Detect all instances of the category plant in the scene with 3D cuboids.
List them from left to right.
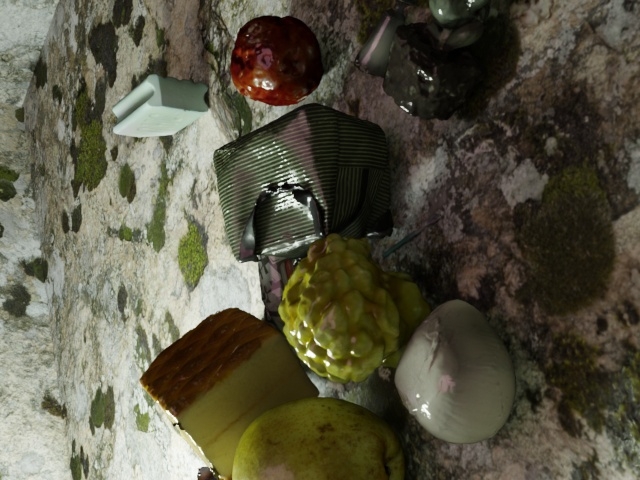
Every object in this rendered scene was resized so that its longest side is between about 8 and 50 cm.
[{"bbox_3d":[0.209,-0.333,1.245,0.146,0.149,0.274,41,124,31],"label":"plant"}]

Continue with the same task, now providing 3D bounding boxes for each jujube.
[{"bbox_3d":[-0.096,-0.382,1.657,0.290,0.197,0.197,-149,67,-68],"label":"jujube"}]

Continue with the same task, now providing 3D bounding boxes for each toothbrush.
[{"bbox_3d":[0.159,-0.008,1.394,0.167,0.014,0.011,-40,38,47],"label":"toothbrush"}]

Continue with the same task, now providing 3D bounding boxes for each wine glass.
[{"bbox_3d":[0.122,-0.385,1.439,0.072,0.072,0.155,55,129,43],"label":"wine glass"}]

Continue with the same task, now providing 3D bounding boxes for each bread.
[{"bbox_3d":[-0.193,0.298,1.597,0.207,0.279,0.279,56,165,-22],"label":"bread"}]

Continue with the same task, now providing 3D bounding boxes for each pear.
[{"bbox_3d":[0.001,0.409,1.345,0.304,0.304,0.303,-8,80,55],"label":"pear"}]

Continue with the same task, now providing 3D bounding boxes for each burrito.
[{"bbox_3d":[-0.086,0.015,1.673,0.139,0.101,0.445,-31,61,53],"label":"burrito"}]

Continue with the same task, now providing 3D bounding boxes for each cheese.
[{"bbox_3d":[0.209,0.213,1.174,0.189,0.155,0.198,-105,31,-58],"label":"cheese"}]

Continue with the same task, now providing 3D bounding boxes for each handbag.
[{"bbox_3d":[-0.033,-0.088,1.471,0.341,0.247,0.240,-19,71,40],"label":"handbag"}]

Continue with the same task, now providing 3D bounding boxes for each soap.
[{"bbox_3d":[-0.453,-0.368,2.177,0.290,0.173,0.095,-15,75,54],"label":"soap"}]

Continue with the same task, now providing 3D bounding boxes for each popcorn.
[{"bbox_3d":[0.051,0.119,1.307,0.258,0.270,0.224,39,105,25],"label":"popcorn"}]

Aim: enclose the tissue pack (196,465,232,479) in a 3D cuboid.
[{"bbox_3d":[-0.139,0.634,1.602,0.210,0.198,0.369,-24,67,55],"label":"tissue pack"}]
